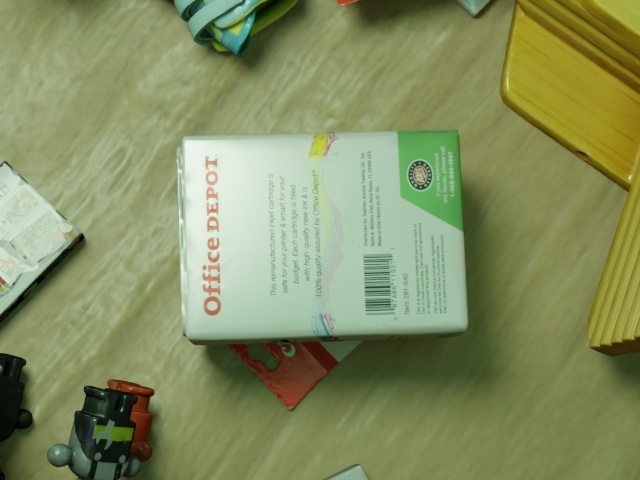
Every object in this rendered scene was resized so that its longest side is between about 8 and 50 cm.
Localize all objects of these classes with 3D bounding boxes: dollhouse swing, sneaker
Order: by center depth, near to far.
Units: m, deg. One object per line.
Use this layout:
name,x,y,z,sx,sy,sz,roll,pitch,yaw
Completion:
dollhouse swing,0.264,-0.101,1.310,0.315,0.347,0.305,35,81,0
sneaker,-0.167,-0.287,1.409,0.319,0.127,0.208,-9,82,-6

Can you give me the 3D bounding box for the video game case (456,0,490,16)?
video game case,0.164,-0.352,1.502,0.157,0.019,0.143,44,80,3

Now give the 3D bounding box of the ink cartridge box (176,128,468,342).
ink cartridge box,0.000,0.000,1.346,0.278,0.117,0.201,-2,82,-3

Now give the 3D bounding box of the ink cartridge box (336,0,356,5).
ink cartridge box,0.104,-0.362,1.429,0.232,0.066,0.189,-15,55,-4

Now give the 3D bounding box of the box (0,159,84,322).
box,-0.358,0.030,1.390,0.114,0.036,0.207,44,81,2

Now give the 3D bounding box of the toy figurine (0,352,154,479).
toy figurine,-0.271,0.198,1.289,0.213,0.209,0.148,13,87,-3

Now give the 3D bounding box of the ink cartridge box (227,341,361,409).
ink cartridge box,-0.016,0.065,1.414,0.179,0.045,0.145,-43,87,-12

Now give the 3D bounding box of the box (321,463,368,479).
box,-0.012,0.335,1.379,0.186,0.038,0.145,-24,85,-7
